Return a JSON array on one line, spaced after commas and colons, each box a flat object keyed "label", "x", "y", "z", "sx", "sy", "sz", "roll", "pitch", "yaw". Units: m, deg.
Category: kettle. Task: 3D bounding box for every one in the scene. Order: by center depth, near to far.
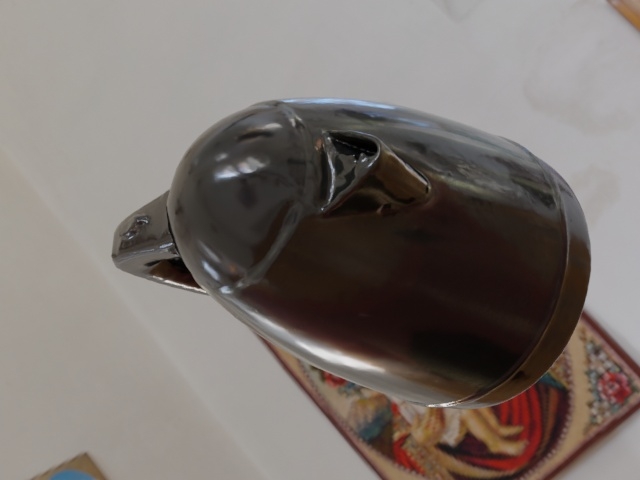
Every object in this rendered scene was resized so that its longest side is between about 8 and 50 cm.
[{"label": "kettle", "x": 0.011, "y": -0.011, "z": 0.600, "sx": 0.271, "sy": 0.250, "sz": 0.207, "roll": 18, "pitch": -82, "yaw": -40}]
